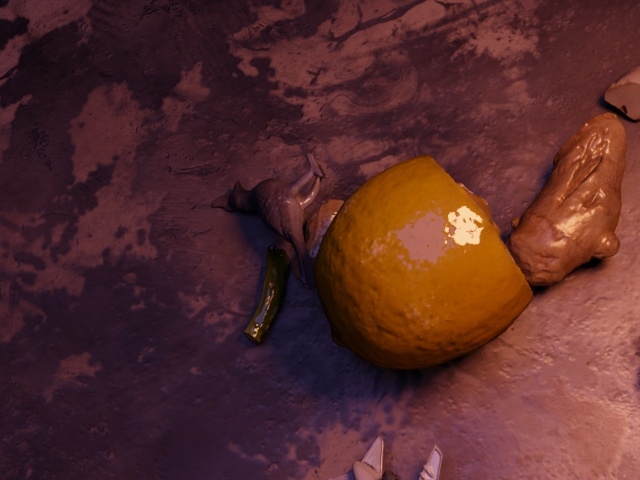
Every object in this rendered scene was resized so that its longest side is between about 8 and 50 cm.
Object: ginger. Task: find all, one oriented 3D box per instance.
[{"bbox_3d":[0.454,-0.074,1.747,0.190,0.126,0.353,16,72,26],"label":"ginger"}]

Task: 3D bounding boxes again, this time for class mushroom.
[{"bbox_3d":[0.650,-0.311,1.825,0.247,0.108,0.096,-36,103,-1],"label":"mushroom"}]

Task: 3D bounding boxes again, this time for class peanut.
[{"bbox_3d":[0.000,0.000,1.863,0.080,0.080,0.174,21,75,22],"label":"peanut"}]

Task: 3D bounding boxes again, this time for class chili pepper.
[{"bbox_3d":[-0.095,0.098,1.859,0.052,0.050,0.201,22,67,-16],"label":"chili pepper"}]

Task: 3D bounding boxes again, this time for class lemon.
[{"bbox_3d":[0.149,0.057,1.648,0.364,0.364,0.364,-6,64,12],"label":"lemon"}]

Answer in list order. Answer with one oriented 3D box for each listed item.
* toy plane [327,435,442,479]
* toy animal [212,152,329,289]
[{"bbox_3d":[0.121,0.453,1.604,0.251,0.101,0.255,-42,62,7],"label":"toy plane"},{"bbox_3d":[-0.056,-0.070,1.859,0.205,0.081,0.367,-52,43,1],"label":"toy animal"}]
